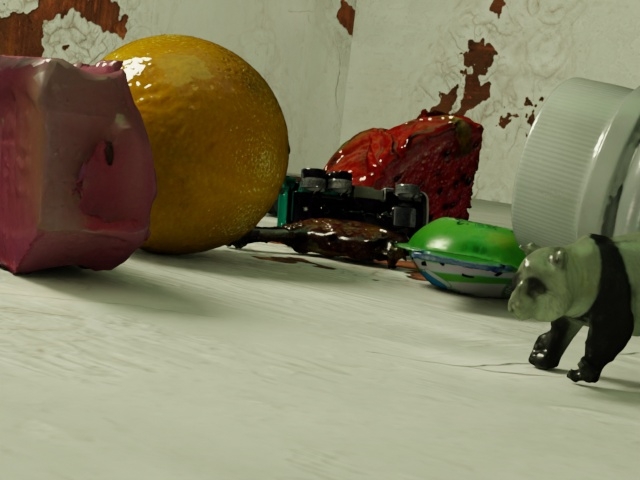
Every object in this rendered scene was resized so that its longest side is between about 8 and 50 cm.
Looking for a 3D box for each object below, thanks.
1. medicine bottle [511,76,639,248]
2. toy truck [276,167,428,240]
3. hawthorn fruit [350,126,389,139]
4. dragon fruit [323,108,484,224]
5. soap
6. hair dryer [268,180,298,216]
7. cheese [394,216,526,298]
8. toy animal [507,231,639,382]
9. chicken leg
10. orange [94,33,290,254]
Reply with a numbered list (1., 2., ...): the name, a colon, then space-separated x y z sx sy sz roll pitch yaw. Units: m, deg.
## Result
1. medicine bottle: 0.379 -0.039 1.433 0.306 0.245 0.245 20 10 28
2. toy truck: 0.038 -0.036 1.954 0.216 0.110 0.116 5 -6 -18
3. hawthorn fruit: 0.134 -0.112 2.565 0.202 0.185 0.185 12 5 -1
4. dragon fruit: 0.117 -0.073 2.203 0.330 0.302 0.240 -23 65 -40
5. soap: -0.263 -0.072 1.346 0.127 0.220 0.325 -6 11 -30
6. hair dryer: -0.137 -0.073 2.433 0.219 0.072 0.124 -4 7 -21
7. cheese: 0.176 0.022 1.567 0.203 0.083 0.320 11 5 15
8. toy animal: 0.239 0.051 1.097 0.225 0.121 0.094 3 6 -24
9. chicken leg: 0.000 0.000 1.807 0.253 0.051 0.106 4 10 5
10. orange: -0.168 -0.111 1.621 0.274 0.274 0.274 7 5 -1
